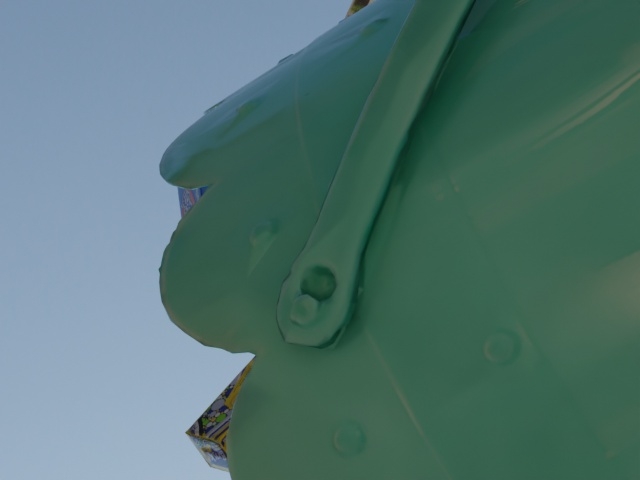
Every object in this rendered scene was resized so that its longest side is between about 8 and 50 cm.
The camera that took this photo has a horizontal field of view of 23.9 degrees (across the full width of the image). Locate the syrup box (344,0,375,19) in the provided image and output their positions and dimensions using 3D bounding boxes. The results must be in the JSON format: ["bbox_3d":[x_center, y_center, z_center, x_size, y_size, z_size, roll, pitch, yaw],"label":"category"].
[{"bbox_3d":[0.040,-0.084,0.982,0.093,0.096,0.237,24,-74,-1],"label":"syrup box"}]

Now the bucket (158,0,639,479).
[{"bbox_3d":[0.106,0.018,0.443,0.183,0.281,0.281,-34,-62,18],"label":"bucket"}]

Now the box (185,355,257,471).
[{"bbox_3d":[-0.057,0.161,1.551,0.169,0.059,0.054,-48,-58,-29],"label":"box"}]

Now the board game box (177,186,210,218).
[{"bbox_3d":[0.000,0.000,1.159,0.210,0.160,0.047,10,-51,-19],"label":"board game box"}]
